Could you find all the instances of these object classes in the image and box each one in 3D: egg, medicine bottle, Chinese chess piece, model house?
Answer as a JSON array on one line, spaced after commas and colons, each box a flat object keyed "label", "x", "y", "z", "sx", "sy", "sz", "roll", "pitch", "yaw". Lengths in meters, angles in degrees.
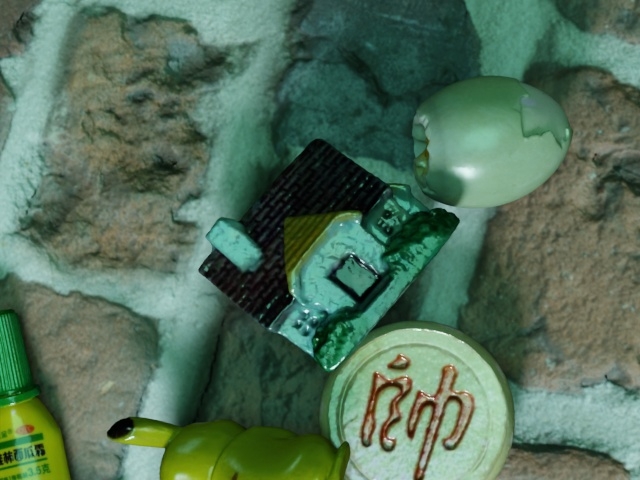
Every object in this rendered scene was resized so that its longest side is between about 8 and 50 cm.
[{"label": "egg", "x": 0.239, "y": -0.136, "z": 1.869, "sx": 0.217, "sy": 0.183, "sz": 0.183, "roll": -5, "pitch": 84, "yaw": -6}, {"label": "medicine bottle", "x": -0.424, "y": 0.250, "z": 1.902, "sx": 0.111, "sy": 0.076, "sz": 0.309, "roll": -13, "pitch": 83, "yaw": -1}, {"label": "Chinese chess piece", "x": 0.132, "y": 0.245, "z": 1.865, "sx": 0.270, "sy": 0.112, "sz": 0.270, "roll": 0, "pitch": 83, "yaw": 2}, {"label": "model house", "x": 0.000, "y": 0.000, "z": 1.833, "sx": 0.249, "sy": 0.230, "sz": 0.280, "roll": 41, "pitch": 85, "yaw": -2}]

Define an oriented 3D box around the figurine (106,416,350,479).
[{"label": "figurine", "x": -0.107, "y": 0.339, "z": 1.822, "sx": 0.327, "sy": 0.169, "sz": 0.218, "roll": 9, "pitch": 120, "yaw": 33}]
